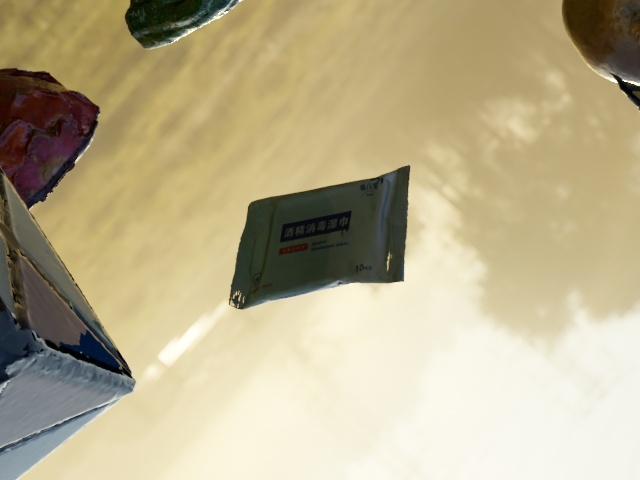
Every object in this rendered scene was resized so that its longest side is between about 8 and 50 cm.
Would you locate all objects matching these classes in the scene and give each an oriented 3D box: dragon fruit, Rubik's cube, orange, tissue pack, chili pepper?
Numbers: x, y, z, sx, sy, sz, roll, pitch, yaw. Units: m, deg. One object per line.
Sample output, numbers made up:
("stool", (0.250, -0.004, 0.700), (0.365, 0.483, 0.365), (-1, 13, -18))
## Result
("dragon fruit", (-0.374, -0.110, 2.310), (0.262, 0.189, 0.163), (-62, -178, -29))
("Rubik's cube", (-0.320, 0.070, 1.458), (0.248, 0.246, 0.250), (-35, 164, 7))
("orange", (0.298, -0.218, 1.813), (0.155, 0.154, 0.134), (-50, -177, 25))
("tissue pack", (0.000, 0.000, 1.904), (0.193, 0.026, 0.123), (-11, -121, 30))
("chili pepper", (-0.139, -0.302, 2.337), (0.083, 0.099, 0.253), (14, 149, -40))

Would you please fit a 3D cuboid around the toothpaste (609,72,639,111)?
("toothpaste", (0.326, -0.047, 1.442), (0.061, 0.266, 0.096), (-60, -174, 12))
